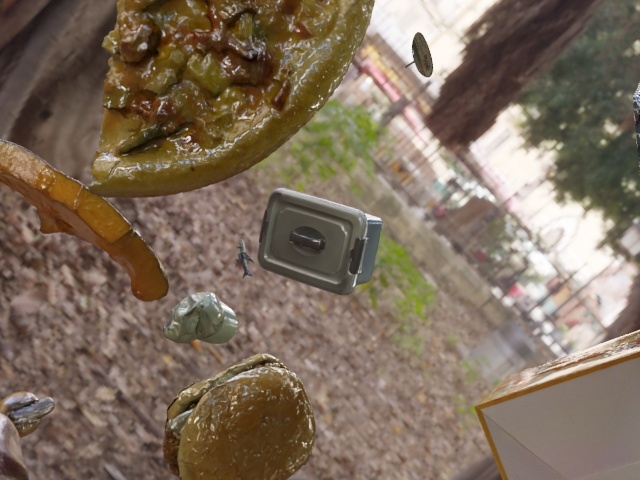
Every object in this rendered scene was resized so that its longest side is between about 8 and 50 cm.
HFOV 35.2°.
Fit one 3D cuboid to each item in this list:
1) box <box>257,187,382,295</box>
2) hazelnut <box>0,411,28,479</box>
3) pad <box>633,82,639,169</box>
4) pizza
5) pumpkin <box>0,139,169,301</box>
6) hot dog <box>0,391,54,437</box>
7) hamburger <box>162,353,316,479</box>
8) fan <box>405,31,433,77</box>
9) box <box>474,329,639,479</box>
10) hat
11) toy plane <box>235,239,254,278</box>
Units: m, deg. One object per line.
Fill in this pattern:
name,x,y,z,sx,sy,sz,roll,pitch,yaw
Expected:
box,0.000,0.000,1.894,0.227,0.162,0.130,17,11,30
hazelnut,-0.564,0.377,1.582,0.229,0.229,0.229,47,8,-8
pad,0.318,-0.017,0.951,0.269,0.012,0.269,-32,114,-68
pizza,-0.084,-0.159,1.006,0.268,0.258,0.087,6,1,-9
pumpkin,-0.354,-0.039,1.404,0.258,0.095,0.290,27,-12,24
hot dog,-0.572,0.336,1.941,0.140,0.060,0.090,12,81,-70
hamburger,-0.144,0.352,1.829,0.144,0.283,0.259,39,-28,52
fan,0.133,-0.237,1.340,0.080,0.003,0.060,102,-34,-56
box,0.396,0.268,1.308,0.214,0.283,0.260,-9,77,-66
hat,-0.238,0.169,2.111,0.081,0.122,0.166,-7,-26,43
toy plane,-0.166,0.041,2.176,0.024,0.078,0.084,-16,90,-37
